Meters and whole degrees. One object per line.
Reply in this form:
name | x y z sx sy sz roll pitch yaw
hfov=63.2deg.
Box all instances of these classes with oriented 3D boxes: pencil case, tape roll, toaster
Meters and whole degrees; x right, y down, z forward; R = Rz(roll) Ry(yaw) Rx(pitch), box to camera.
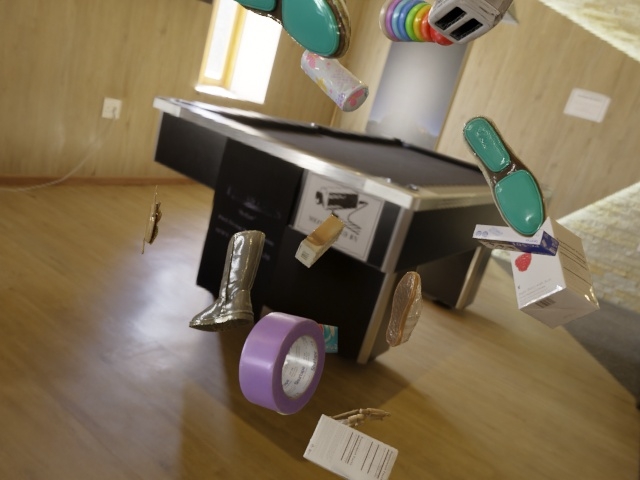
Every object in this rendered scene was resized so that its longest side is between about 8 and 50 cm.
pencil case | 0.050 -0.575 1.836 0.124 0.113 0.273 -33 69 -16
tape roll | -0.072 0.243 1.040 0.080 0.188 0.189 8 10 32
toaster | 0.313 -0.502 1.060 0.129 0.146 0.227 30 -2 -14

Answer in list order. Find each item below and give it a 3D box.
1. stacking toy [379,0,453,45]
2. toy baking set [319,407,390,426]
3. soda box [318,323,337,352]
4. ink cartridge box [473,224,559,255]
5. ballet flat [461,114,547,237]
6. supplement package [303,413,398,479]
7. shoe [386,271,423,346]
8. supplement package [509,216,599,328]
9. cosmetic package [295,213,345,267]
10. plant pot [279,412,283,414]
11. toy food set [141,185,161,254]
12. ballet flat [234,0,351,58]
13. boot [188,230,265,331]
stacking toy | 0.295 -0.620 1.472 0.141 0.141 0.330 9 22 -25
toy baking set | 0.126 0.650 1.877 0.256 0.197 0.030 27 39 -44
soda box | -0.037 0.234 1.251 0.071 0.067 0.210 -7 -15 29
ink cartridge box | 0.548 -0.002 1.468 0.097 0.046 0.207 26 -11 -37
ballet flat | 0.234 -0.084 0.652 0.168 0.057 0.052 65 23 5
supplement package | 0.094 0.640 1.548 0.244 0.133 0.139 21 -23 16
shoe | 0.231 0.183 1.389 0.059 0.218 0.076 4 21 -24
supplement package | 0.758 0.105 1.715 0.175 0.177 0.292 28 46 -23
cosmetic package | 0.000 0.000 1.131 0.041 0.060 0.115 38 51 10
plant pot | -0.118 0.542 1.795 0.084 0.083 0.079 22 30 16
toy food set | -0.489 -0.054 1.535 0.039 0.192 0.132 11 47 -23
ballet flat | -0.034 -0.412 0.883 0.123 0.123 0.348 -2 34 -46
boot | -0.207 0.091 1.155 0.190 0.208 0.076 -15 -26 27
